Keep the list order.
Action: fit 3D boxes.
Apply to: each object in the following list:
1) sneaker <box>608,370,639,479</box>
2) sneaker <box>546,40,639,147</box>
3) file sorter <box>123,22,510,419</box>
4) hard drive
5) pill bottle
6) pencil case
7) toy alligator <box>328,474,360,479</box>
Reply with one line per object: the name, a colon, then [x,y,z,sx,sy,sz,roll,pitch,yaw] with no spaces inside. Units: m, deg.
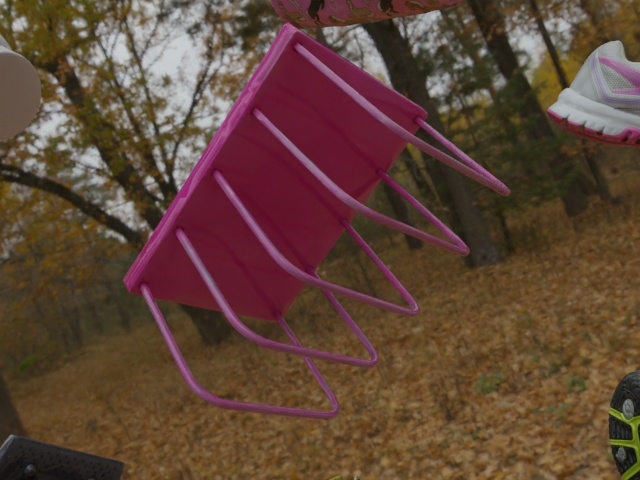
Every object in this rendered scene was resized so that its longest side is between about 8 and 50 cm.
sneaker: [0.576,0.374,1.071,0.147,0.384,0.145,-5,-37,-18]
sneaker: [0.367,-0.131,0.709,0.252,0.111,0.103,23,9,15]
file sorter: [0.000,0.000,0.655,0.202,0.182,0.290,19,-67,-45]
hard drive: [-0.355,0.360,0.829,0.054,0.254,0.172,11,-16,46]
pill bottle: [-0.574,-0.259,1.060,0.319,0.176,0.176,24,23,26]
pencil case: [0.080,-0.449,1.170,0.386,0.167,0.160,12,40,45]
toy alligator: [0.031,0.498,1.397,0.051,0.056,0.190,-26,-17,14]
